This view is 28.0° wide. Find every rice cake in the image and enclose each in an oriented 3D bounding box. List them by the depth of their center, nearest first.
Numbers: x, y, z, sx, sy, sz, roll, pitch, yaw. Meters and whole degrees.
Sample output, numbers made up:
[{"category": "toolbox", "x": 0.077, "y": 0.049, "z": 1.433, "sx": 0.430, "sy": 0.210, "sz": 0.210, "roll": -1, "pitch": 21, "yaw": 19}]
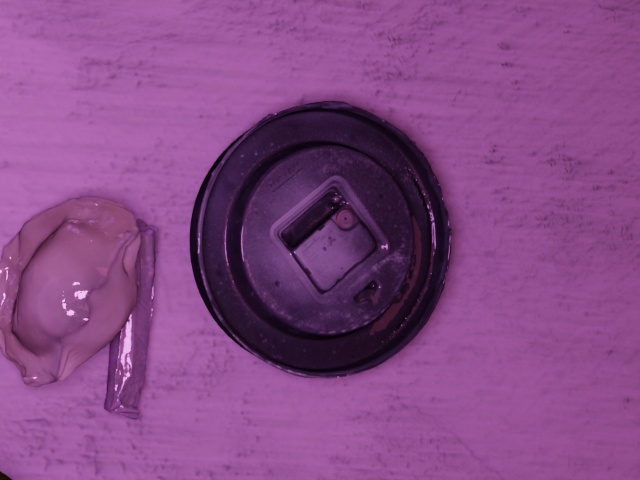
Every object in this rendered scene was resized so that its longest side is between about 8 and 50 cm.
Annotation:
[{"category": "rice cake", "x": -0.257, "y": 0.105, "z": 1.724, "sx": 0.055, "sy": 0.049, "sz": 0.270, "roll": 5, "pitch": 88, "yaw": -43}]

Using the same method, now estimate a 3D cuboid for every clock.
[{"category": "clock", "x": 0.000, "y": 0.000, "z": 1.808, "sx": 0.386, "sy": 0.076, "sz": 0.386, "roll": 0, "pitch": 90, "yaw": -21}]

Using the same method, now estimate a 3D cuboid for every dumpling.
[{"category": "dumpling", "x": -0.334, "y": 0.056, "z": 1.652, "sx": 0.193, "sy": 0.147, "sz": 0.258, "roll": 32, "pitch": 89, "yaw": 24}]

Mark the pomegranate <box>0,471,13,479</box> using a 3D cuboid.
[{"category": "pomegranate", "x": -0.454, "y": 0.385, "z": 1.554, "sx": 0.254, "sy": 0.254, "sz": 0.270, "roll": -29, "pitch": 132, "yaw": -19}]
